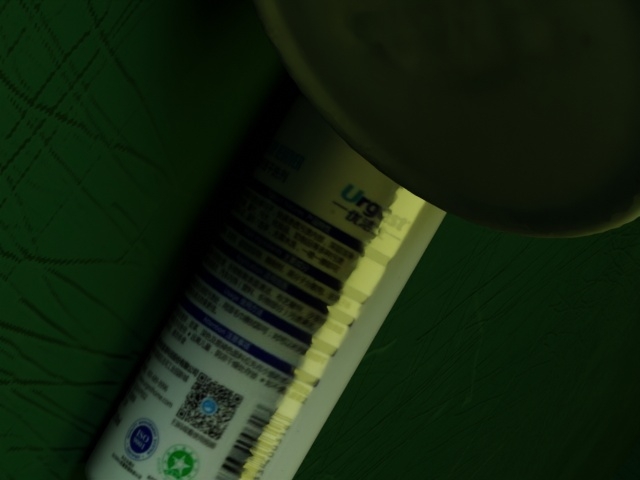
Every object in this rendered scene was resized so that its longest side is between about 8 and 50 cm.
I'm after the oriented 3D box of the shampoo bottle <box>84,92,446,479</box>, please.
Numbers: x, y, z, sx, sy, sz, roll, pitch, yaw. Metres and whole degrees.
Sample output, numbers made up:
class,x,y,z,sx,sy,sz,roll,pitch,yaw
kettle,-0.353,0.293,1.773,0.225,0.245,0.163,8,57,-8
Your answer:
class,x,y,z,sx,sy,sz,roll,pitch,yaw
shampoo bottle,0.000,0.000,0.717,0.303,0.092,0.092,-61,161,2

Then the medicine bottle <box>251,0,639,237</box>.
class,x,y,z,sx,sy,sz,roll,pitch,yaw
medicine bottle,0.153,-0.190,0.608,0.384,0.224,0.224,-48,158,-30
